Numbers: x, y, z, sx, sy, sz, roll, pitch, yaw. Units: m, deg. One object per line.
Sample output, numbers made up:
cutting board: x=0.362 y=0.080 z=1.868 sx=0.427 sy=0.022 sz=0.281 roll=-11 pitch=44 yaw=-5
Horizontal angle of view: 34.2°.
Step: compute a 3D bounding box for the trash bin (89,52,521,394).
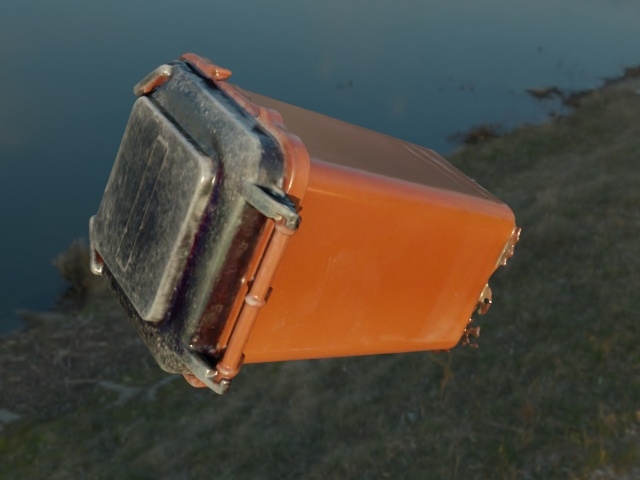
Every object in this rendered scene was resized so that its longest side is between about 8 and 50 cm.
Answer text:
trash bin: x=0.000 y=0.000 z=0.644 sx=0.238 sy=0.161 sz=0.184 roll=8 pitch=24 yaw=-36
